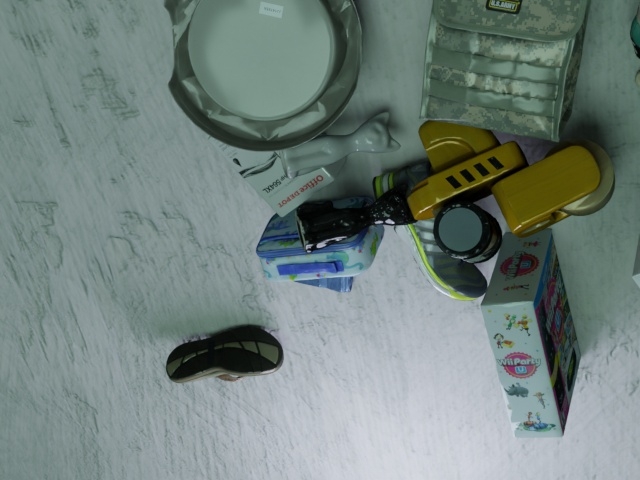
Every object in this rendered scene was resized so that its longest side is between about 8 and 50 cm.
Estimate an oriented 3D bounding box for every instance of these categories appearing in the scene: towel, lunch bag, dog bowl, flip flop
[{"bbox_3d":[0.005,0.063,2.297,0.120,0.029,0.067,11,127,11],"label":"towel"},{"bbox_3d":[0.000,0.000,2.160,0.219,0.176,0.090,-5,122,24],"label":"lunch bag"},{"bbox_3d":[-0.090,-0.327,1.951,0.349,0.102,0.348,3,106,11],"label":"dog bowl"},{"bbox_3d":[-0.196,0.254,2.469,0.277,0.112,0.080,-14,144,25],"label":"flip flop"},{"bbox_3d":[0.292,-0.322,1.836,0.235,0.169,0.287,12,120,16],"label":"lunch bag"}]

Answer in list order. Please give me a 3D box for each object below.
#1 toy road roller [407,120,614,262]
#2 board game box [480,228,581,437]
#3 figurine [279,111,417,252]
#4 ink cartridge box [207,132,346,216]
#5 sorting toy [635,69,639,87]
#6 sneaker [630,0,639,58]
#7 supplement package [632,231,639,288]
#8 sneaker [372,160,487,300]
[{"bbox_3d":[0.300,-0.116,1.948,0.330,0.202,0.240,-24,81,12],"label":"toy road roller"},{"bbox_3d":[0.382,0.168,2.111,0.098,0.224,0.303,-5,123,24],"label":"board game box"},{"bbox_3d":[0.049,-0.106,2.032,0.210,0.092,0.214,-14,95,-5],"label":"figurine"},{"bbox_3d":[-0.077,-0.164,2.128,0.148,0.086,0.203,-34,106,34],"label":"ink cartridge box"},{"bbox_3d":[0.588,-0.199,1.808,0.193,0.208,0.038,36,90,-7],"label":"sorting toy"},{"bbox_3d":[0.620,-0.312,1.772,0.302,0.108,0.121,7,154,5],"label":"sneaker"},{"bbox_3d":[0.625,0.000,1.849,0.204,0.262,0.145,-24,113,34],"label":"supplement package"},{"bbox_3d":[0.219,-0.015,2.118,0.121,0.111,0.300,-28,113,29],"label":"sneaker"}]
